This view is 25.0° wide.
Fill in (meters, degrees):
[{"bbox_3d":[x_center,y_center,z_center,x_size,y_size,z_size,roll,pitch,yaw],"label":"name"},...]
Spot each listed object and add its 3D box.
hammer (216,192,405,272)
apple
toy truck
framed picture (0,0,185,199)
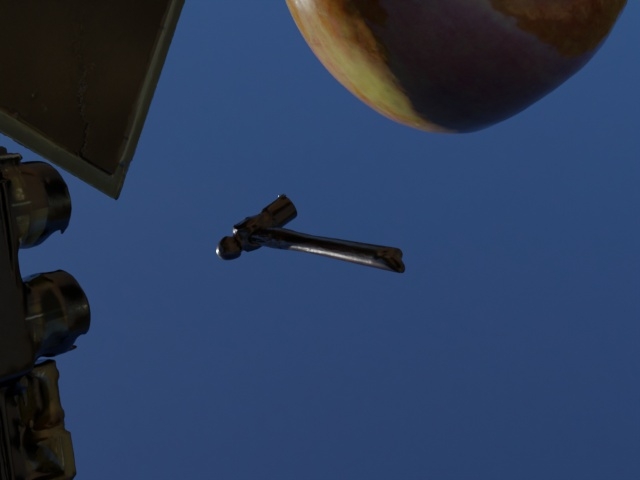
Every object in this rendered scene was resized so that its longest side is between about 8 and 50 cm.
[{"bbox_3d":[0.000,0.000,0.939,0.065,0.021,0.178,-39,-154,-27],"label":"hammer"},{"bbox_3d":[0.070,-0.160,0.794,0.174,0.188,0.188,39,-154,-29],"label":"apple"},{"bbox_3d":[-0.202,0.084,0.773,0.127,0.257,0.127,-7,-174,38],"label":"toy truck"},{"bbox_3d":[-0.211,-0.184,1.177,0.018,0.231,0.293,12,169,28],"label":"framed picture"}]
